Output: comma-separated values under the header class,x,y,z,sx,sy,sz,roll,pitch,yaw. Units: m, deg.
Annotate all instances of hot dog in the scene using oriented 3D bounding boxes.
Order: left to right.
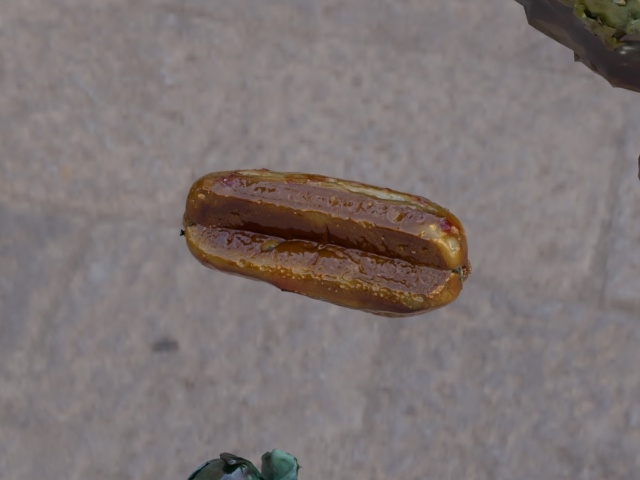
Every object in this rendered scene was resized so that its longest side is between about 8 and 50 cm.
class,x,y,z,sx,sy,sz,roll,pitch,yaw
hot dog,0.000,0.000,0.796,0.144,0.062,0.038,10,16,20

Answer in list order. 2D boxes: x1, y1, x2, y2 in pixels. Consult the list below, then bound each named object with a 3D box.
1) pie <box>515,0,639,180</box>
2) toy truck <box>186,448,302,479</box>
class,x,y,z,sx,sy,sz,roll,pitch,yaw
pie,0.195,-0.253,0.872,0.395,0.180,0.418,-37,76,-11
toy truck,-0.021,0.135,0.446,0.080,0.078,0.154,16,64,36
